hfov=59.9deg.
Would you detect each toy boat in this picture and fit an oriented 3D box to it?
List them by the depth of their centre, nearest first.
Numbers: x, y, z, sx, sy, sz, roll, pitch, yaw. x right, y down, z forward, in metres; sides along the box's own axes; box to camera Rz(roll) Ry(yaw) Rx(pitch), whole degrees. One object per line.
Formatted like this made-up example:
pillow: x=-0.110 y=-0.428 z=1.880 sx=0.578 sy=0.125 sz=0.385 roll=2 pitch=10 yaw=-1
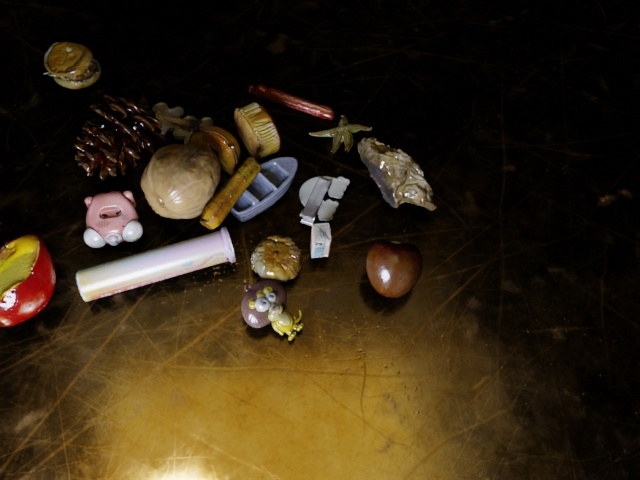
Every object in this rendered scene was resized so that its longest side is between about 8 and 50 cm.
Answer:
toy boat: x=-0.181 y=-0.172 z=1.758 sx=0.283 sy=0.078 sz=0.127 roll=-39 pitch=67 yaw=-25

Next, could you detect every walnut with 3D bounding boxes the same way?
walnut: x=-0.412 y=-0.183 z=1.665 sx=0.225 sy=0.225 sz=0.261 roll=15 pitch=45 yaw=5

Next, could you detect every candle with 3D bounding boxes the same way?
candle: x=-0.101 y=-0.499 z=1.990 sx=0.329 sy=0.048 sz=0.051 roll=20 pitch=71 yaw=7

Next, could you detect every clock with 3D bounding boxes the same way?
clock: x=-0.619 y=-0.061 z=1.647 sx=0.166 sy=0.093 sz=0.162 roll=-11 pitch=62 yaw=-12

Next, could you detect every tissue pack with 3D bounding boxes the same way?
tissue pack: x=0.000 y=0.000 z=1.653 sx=0.059 sy=0.094 sz=0.074 roll=-2 pitch=59 yaw=-6

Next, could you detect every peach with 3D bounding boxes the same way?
peach: x=-0.795 y=0.111 z=1.488 sx=0.159 sy=0.154 sz=0.267 roll=6 pitch=48 yaw=10

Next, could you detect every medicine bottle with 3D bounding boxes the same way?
medicine bottle: x=-0.460 y=0.068 z=1.574 sx=0.426 sy=0.108 sz=0.108 roll=-16 pitch=61 yaw=-12

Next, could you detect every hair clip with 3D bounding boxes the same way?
hair clip: x=-0.004 y=-0.139 z=1.769 sx=0.140 sy=0.054 sz=0.220 roll=17 pitch=56 yaw=12
hair clip: x=-0.477 y=-0.392 z=1.882 sx=0.257 sy=0.075 sz=0.146 roll=17 pitch=64 yaw=15

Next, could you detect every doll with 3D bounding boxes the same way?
doll: x=-0.130 y=0.184 z=1.533 sx=0.188 sy=0.096 sz=0.145 roll=19 pitch=65 yaw=-4

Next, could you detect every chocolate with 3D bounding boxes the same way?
chocolate: x=0.209 y=0.083 z=1.595 sx=0.177 sy=0.177 sz=0.176 roll=2 pitch=58 yaw=-3

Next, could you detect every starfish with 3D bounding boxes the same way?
starfish: x=0.068 y=-0.372 z=1.908 sx=0.217 sy=0.050 sz=0.223 roll=-7 pitch=41 yaw=13

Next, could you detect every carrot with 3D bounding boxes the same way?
carrot: x=-0.265 y=-0.143 z=1.657 sx=0.070 sy=0.070 sz=0.260 roll=30 pitch=68 yaw=14

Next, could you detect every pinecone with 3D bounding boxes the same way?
pinecone: x=-0.626 y=-0.322 z=1.730 sx=0.244 sy=0.244 sz=0.309 roll=31 pitch=80 yaw=14

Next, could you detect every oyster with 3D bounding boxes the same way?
oyster: x=0.230 y=-0.209 z=1.785 sx=0.110 sy=0.166 sz=0.341 roll=-29 pitch=77 yaw=-25

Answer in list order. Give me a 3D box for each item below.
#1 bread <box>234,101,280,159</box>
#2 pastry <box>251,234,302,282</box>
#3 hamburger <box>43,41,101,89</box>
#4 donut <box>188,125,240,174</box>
bread: x=-0.205 y=-0.368 z=1.848 sx=0.114 sy=0.132 sz=0.190 roll=-28 pitch=66 yaw=-21
pastry: x=-0.126 y=0.055 z=1.618 sx=0.153 sy=0.081 sz=0.153 roll=7 pitch=48 yaw=-7
hamburger: x=-0.884 y=-0.614 z=1.970 sx=0.185 sy=0.113 sz=0.177 roll=-26 pitch=69 yaw=-10
donut: x=-0.336 y=-0.302 z=1.794 sx=0.181 sy=0.146 sz=0.078 roll=19 pitch=42 yaw=12
